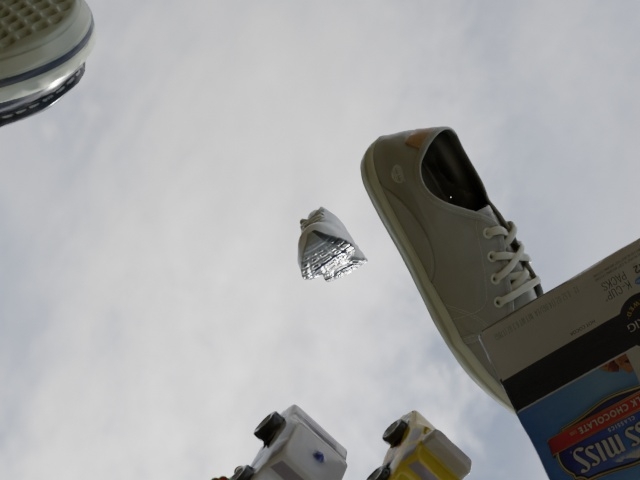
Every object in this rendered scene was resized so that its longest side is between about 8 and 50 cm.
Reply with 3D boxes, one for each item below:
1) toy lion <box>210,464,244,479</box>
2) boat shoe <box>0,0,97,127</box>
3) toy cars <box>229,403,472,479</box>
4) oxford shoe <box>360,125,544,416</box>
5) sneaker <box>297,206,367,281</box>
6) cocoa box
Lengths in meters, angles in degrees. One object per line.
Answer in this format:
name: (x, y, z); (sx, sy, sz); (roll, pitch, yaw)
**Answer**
toy lion: (-0.143, 0.429, 1.749); (0.096, 0.100, 0.034); (-40, -177, -13)
boat shoe: (-0.366, -0.077, 0.855); (0.500, 0.156, 0.187); (-17, -145, 26)
toy cars: (0.052, 0.243, 1.121); (0.087, 0.393, 0.176); (-44, -125, 28)
oxford shoe: (0.213, 0.041, 1.371); (0.130, 0.169, 0.449); (-33, -93, 38)
sneaker: (0.000, 0.000, 1.934); (0.111, 0.297, 0.129); (-29, -101, 4)
cocoa box: (0.393, 0.163, 1.218); (0.231, 0.347, 0.228); (-35, -116, 26)
